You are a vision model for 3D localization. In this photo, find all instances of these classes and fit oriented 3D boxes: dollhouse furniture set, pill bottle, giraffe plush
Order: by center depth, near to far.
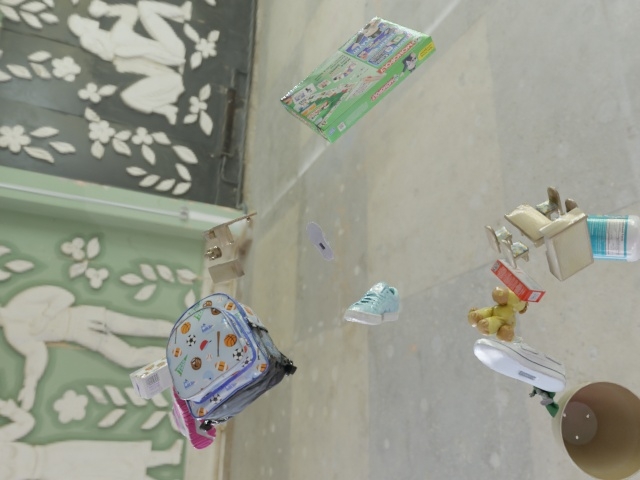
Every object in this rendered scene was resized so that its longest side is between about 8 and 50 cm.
[{"bbox_3d":[0.566,-0.037,1.435,0.212,0.161,0.242,-31,37,-1],"label":"dollhouse furniture set"},{"bbox_3d":[-0.239,0.021,1.570,0.144,0.123,0.151,-16,97,42],"label":"dollhouse furniture set"},{"bbox_3d":[0.917,-0.008,1.773,0.264,0.146,0.146,3,81,32],"label":"pill bottle"},{"bbox_3d":[0.605,0.224,1.834,0.181,0.210,0.170,-128,56,-65],"label":"giraffe plush"}]

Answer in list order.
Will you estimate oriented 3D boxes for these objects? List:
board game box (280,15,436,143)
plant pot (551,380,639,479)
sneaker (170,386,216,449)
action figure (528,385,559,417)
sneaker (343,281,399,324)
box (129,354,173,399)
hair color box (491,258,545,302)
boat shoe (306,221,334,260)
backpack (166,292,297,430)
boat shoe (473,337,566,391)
[{"bbox_3d":[0.080,-0.380,1.301,0.317,0.046,0.213,-42,45,-3],"label":"board game box"},{"bbox_3d":[0.833,0.572,1.729,0.191,0.284,0.284,106,171,-79],"label":"plant pot"},{"bbox_3d":[-0.390,0.476,1.630,0.111,0.103,0.252,-9,93,51],"label":"sneaker"},{"bbox_3d":[0.677,0.443,1.733,0.232,0.064,0.137,-2,-87,-80],"label":"action figure"},{"bbox_3d":[0.192,0.227,2.086,0.135,0.366,0.150,4,89,26],"label":"sneaker"},{"bbox_3d":[-0.364,0.329,1.548,0.063,0.324,0.067,1,109,42],"label":"box"},{"bbox_3d":[0.551,0.112,1.567,0.043,0.072,0.141,-64,36,26],"label":"hair color box"},{"bbox_3d":[0.000,0.000,1.299,0.035,0.100,0.035,-34,6,5],"label":"boat shoe"},{"bbox_3d":[-0.243,0.265,1.332,0.277,0.213,0.263,-34,52,1],"label":"backpack"},{"bbox_3d":[0.533,0.316,1.505,0.095,0.258,0.084,-60,3,49],"label":"boat shoe"}]
